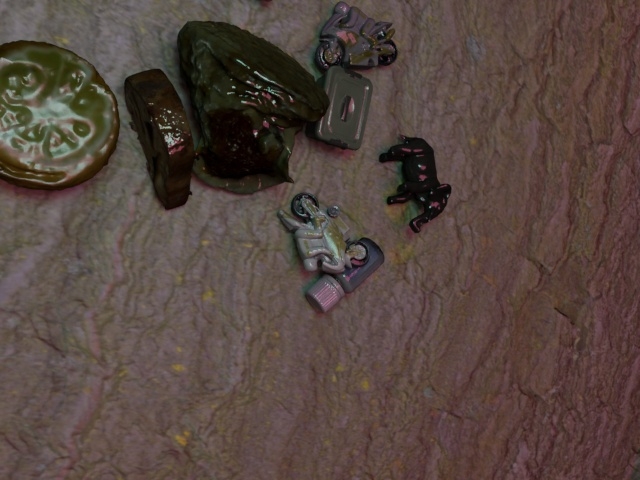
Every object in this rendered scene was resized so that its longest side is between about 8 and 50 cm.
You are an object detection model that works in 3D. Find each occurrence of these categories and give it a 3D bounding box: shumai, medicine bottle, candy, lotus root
[{"bbox_3d":[-0.171,-0.244,1.104,0.330,0.292,0.288,27,118,-21],"label":"shumai"},{"bbox_3d":[0.058,0.083,1.308,0.203,0.083,0.083,-41,113,-21],"label":"medicine bottle"},{"bbox_3d":[-0.481,-0.212,0.959,0.260,0.118,0.260,-4,98,-32],"label":"candy"},{"bbox_3d":[-0.293,-0.191,1.045,0.074,0.170,0.261,-20,100,-30],"label":"lotus root"}]

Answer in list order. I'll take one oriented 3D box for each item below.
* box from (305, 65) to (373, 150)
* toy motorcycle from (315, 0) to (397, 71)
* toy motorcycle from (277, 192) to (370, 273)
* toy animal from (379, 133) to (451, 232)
[{"bbox_3d":[0.036,-0.293,1.252,0.124,0.093,0.172,13,88,-29],"label":"box"},{"bbox_3d":[0.078,-0.470,1.271,0.225,0.073,0.152,-15,100,-27],"label":"toy motorcycle"},{"bbox_3d":[0.000,0.000,1.252,0.228,0.074,0.151,43,71,-3],"label":"toy motorcycle"},{"bbox_3d":[0.241,-0.144,1.370,0.146,0.114,0.245,-12,101,-27],"label":"toy animal"}]
